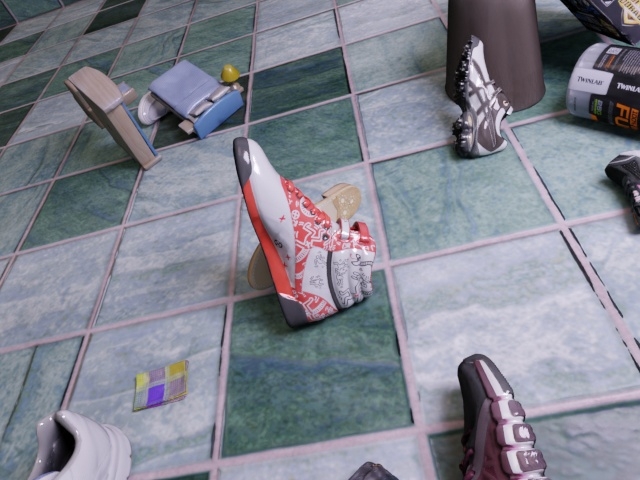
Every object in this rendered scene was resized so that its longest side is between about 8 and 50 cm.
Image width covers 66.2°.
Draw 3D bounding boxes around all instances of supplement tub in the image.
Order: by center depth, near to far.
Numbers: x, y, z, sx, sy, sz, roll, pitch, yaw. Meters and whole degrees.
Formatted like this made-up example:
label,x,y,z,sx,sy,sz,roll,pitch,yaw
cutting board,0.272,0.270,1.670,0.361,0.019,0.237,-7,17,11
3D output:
label,x,y,z,sx,sy,sz,roll,pitch,yaw
supplement tub,0.490,-0.227,0.741,0.117,0.117,0.190,-42,47,-19

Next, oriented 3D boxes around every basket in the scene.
label,x,y,z,sx,sy,sz,roll,pitch,yaw
basket,0.304,-0.370,0.871,0.154,0.226,0.204,-36,47,-13

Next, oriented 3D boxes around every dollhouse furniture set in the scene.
label,x,y,z,sx,sy,sz,roll,pitch,yaw
dollhouse furniture set,-0.376,-0.367,1.101,0.286,0.198,0.303,40,72,23

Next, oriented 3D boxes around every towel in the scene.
label,x,y,z,sx,sy,sz,roll,pitch,yaw
towel,-0.223,0.202,0.688,0.083,0.009,0.060,-17,45,6

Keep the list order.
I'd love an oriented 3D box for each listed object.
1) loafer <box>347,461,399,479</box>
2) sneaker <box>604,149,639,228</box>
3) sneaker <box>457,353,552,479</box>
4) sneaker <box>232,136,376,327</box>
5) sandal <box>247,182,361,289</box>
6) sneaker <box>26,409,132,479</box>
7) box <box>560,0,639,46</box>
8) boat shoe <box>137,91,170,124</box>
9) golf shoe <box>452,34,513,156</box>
label,x,y,z,sx,sy,sz,roll,pitch,yaw
loafer,0.013,0.293,0.485,0.170,0.062,0.061,-35,23,-17
sneaker,0.432,-0.052,0.635,0.077,0.072,0.178,-34,39,3
sneaker,0.128,0.244,0.447,0.163,0.106,0.281,-18,45,9
sneaker,-0.014,-0.023,0.655,0.145,0.269,0.090,-18,17,-4
sandal,-0.002,-0.005,0.744,0.079,0.088,0.240,22,54,40
sneaker,-0.277,0.320,0.514,0.111,0.129,0.297,-22,45,-2
box,0.420,-0.471,0.836,0.073,0.293,0.295,-47,9,30
boat shoe,-0.395,-0.359,1.259,0.063,0.066,0.184,3,40,25
golf shoe,0.273,-0.240,0.823,0.094,0.198,0.077,1,6,4
